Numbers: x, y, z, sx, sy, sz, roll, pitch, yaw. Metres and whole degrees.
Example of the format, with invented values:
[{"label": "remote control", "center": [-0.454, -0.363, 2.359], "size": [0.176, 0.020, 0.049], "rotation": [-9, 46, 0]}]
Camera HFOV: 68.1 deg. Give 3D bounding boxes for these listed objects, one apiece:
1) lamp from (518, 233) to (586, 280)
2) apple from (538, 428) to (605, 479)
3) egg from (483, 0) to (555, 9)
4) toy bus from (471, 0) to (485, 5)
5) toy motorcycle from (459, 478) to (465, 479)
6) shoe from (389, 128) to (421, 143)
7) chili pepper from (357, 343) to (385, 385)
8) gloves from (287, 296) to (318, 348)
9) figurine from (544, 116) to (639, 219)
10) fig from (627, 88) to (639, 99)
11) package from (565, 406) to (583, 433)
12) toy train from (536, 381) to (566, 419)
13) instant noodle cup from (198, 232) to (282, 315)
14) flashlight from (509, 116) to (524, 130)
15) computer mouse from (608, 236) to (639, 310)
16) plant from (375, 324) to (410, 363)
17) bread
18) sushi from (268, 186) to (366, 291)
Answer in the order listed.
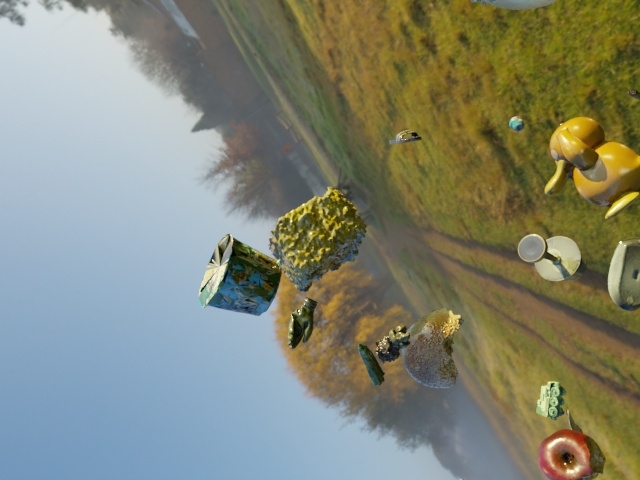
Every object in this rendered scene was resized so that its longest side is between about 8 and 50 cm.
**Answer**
[{"label": "lamp", "center": [0.602, 0.042, 1.223], "size": [0.214, 0.121, 0.121], "rotation": [20, -156, -35]}, {"label": "apple", "center": [0.691, 0.604, 1.309], "size": [0.147, 0.156, 0.158], "rotation": [17, 168, 45]}, {"label": "egg", "center": [0.491, -0.701, 1.068], "size": [0.283, 0.345, 0.283], "rotation": [27, -158, -11]}, {"label": "toy bus", "center": [0.544, -0.790, 1.394], "size": [0.113, 0.139, 0.302], "rotation": [33, -173, -28]}, {"label": "toy motorcycle", "center": [0.260, 0.563, 0.900], "size": [0.114, 0.076, 0.205], "rotation": [-63, -21, -70]}, {"label": "shoe", "center": [0.303, -0.382, 1.732], "size": [0.179, 0.071, 0.049], "rotation": [-153, 53, -71]}, {"label": "chili pepper", "center": [0.215, 0.536, 2.086], "size": [0.227, 0.059, 0.088], "rotation": [60, -156, -26]}, {"label": "gloves", "center": [-0.093, 0.410, 2.346], "size": [0.135, 0.268, 0.107], "rotation": [24, 157, 5]}, {"label": "figurine", "center": [0.645, -0.173, 1.110], "size": [0.228, 0.215, 0.215], "rotation": [30, 168, 34]}, {"label": "fig", "center": [0.868, -0.388, 1.173], "size": [0.149, 0.245, 0.149], "rotation": [60, 171, 16]}, {"label": "package", "center": [0.831, 0.653, 1.525], "size": [0.232, 0.040, 0.166], "rotation": [44, -143, -37]}, {"label": "toy train", "center": [0.510, 0.351, 1.048], "size": [0.033, 0.083, 0.053], "rotation": [7, 178, -29]}, {"label": "instant noodle cup", "center": [-0.235, 0.116, 1.413], "size": [0.178, 0.240, 0.240], "rotation": [25, -164, -24]}, {"label": "flashlight", "center": [0.721, -0.421, 1.730], "size": [0.051, 0.051, 0.129], "rotation": [54, -154, -11]}, {"label": "computer mouse", "center": [0.896, 0.091, 1.367], "size": [0.113, 0.229, 0.068], "rotation": [17, 174, 7]}, {"label": "plant", "center": [0.222, 0.308, 1.421], "size": [0.085, 0.087, 0.174], "rotation": [68, 149, 30]}, {"label": "bread", "center": [0.387, 0.393, 1.678], "size": [0.171, 0.192, 0.314], "rotation": [-94, 7, -64]}, {"label": "sushi", "center": [0.000, 0.000, 1.784], "size": [0.240, 0.351, 0.396], "rotation": [50, 162, 13]}]
